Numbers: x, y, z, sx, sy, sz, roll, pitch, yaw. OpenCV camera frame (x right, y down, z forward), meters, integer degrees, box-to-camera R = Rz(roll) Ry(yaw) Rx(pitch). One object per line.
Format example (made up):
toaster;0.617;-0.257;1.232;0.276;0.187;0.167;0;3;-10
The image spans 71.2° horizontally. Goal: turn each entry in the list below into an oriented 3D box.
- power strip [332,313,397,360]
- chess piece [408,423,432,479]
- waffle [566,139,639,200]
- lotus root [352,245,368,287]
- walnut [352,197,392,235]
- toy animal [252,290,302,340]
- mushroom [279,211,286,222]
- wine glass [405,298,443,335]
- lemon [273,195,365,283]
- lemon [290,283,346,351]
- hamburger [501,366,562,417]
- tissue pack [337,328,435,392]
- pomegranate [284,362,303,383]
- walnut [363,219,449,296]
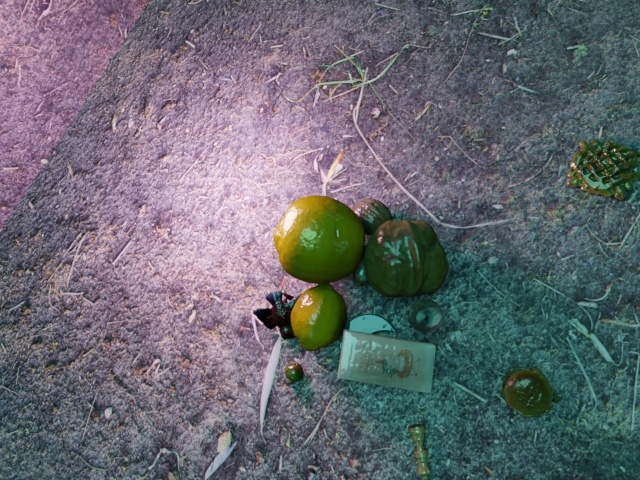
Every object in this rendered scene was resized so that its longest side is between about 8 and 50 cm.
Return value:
power strip;0.151;0.376;1.663;0.253;0.054;0.167;-45;66;0
chess piece;0.341;0.717;1.513;0.060;0.060;0.172;-12;74;13
waffle;1.012;-0.261;1.587;0.223;0.054;0.204;21;81;21
lotus root;0.172;0.100;1.717;0.088;0.088;0.165;11;71;19
walnut;0.198;-0.092;1.738;0.162;0.140;0.140;44;90;13
toy animal;-0.153;0.295;1.741;0.218;0.116;0.180;-18;70;4
mushroom;-0.113;-0.073;1.864;0.123;0.052;0.123;-5;66;11
wine glass;0.367;0.270;1.559;0.122;0.183;0.122;-3;75;13
lemon;0.000;0.000;1.634;0.347;0.348;0.348;-4;74;15
lemon;-0.006;0.283;1.655;0.204;0.204;0.260;14;77;19
hamburger;0.677;0.488;1.436;0.184;0.131;0.159;7;81;14
tissue pack;0.230;0.422;1.571;0.325;0.071;0.170;9;82;2
pomegranate;-0.098;0.507;1.696;0.073;0.073;0.085;-9;109;14
walnut;0.303;0.065;1.600;0.253;0.282;0.277;-23;72;51
